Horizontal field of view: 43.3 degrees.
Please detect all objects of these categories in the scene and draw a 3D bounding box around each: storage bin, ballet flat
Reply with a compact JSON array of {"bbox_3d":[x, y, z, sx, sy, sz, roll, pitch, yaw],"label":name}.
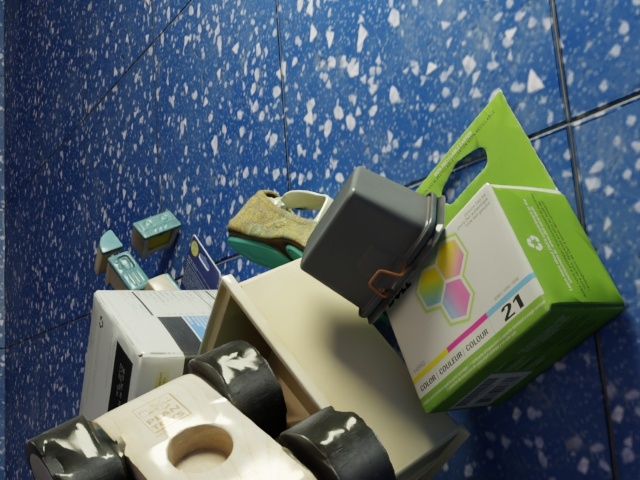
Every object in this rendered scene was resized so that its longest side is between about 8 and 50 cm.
[{"bbox_3d":[0.044,0.002,0.769,0.135,0.091,0.098,-57,10,33],"label":"storage bin"},{"bbox_3d":[0.000,0.000,0.990,0.348,0.123,0.123,21,105,55],"label":"ballet flat"},{"bbox_3d":[-0.012,0.192,0.871,0.262,0.123,0.260,49,140,23],"label":"storage bin"}]

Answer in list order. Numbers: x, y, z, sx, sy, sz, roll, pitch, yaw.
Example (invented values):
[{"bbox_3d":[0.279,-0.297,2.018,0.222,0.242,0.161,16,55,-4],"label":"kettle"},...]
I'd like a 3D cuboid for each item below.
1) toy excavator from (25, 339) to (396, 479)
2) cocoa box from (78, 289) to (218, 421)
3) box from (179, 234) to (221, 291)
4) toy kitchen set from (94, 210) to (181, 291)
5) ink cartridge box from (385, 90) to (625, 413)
[{"bbox_3d":[-0.140,0.326,0.822,0.433,0.222,0.445,27,130,43],"label":"toy excavator"},{"bbox_3d":[-0.212,0.269,1.183,0.231,0.228,0.347,34,117,54],"label":"cocoa box"},{"bbox_3d":[-0.205,0.118,1.363,0.136,0.036,0.225,49,129,48],"label":"box"},{"bbox_3d":[-0.276,0.042,1.414,0.207,0.166,0.122,48,137,20],"label":"toy kitchen set"},{"bbox_3d":[0.138,0.007,0.768,0.189,0.097,0.255,-54,46,43],"label":"ink cartridge box"}]
